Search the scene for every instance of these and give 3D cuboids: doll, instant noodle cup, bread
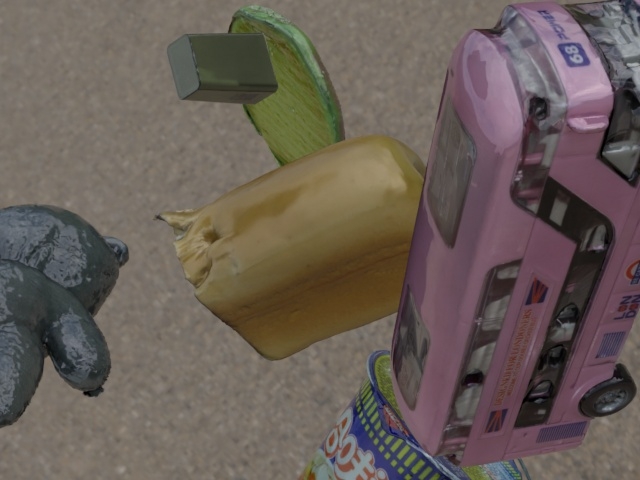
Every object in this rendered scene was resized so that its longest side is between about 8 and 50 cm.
[{"bbox_3d":[-0.324,0.088,1.158,0.245,0.158,0.340,13,35,-5],"label":"doll"},{"bbox_3d":[0.077,0.350,1.543,0.312,0.284,0.284,-51,37,17],"label":"instant noodle cup"},{"bbox_3d":[-0.046,-0.208,1.724,0.045,0.301,0.301,-27,36,-21],"label":"bread"},{"bbox_3d":[0.000,-0.001,0.735,0.173,0.134,0.085,-22,51,15],"label":"bread"}]

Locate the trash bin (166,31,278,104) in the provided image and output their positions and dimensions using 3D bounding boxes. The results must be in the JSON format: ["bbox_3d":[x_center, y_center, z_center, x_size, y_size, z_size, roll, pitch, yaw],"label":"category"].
[{"bbox_3d":[-0.092,-0.160,1.081,0.043,0.092,0.061,-24,77,45],"label":"trash bin"}]

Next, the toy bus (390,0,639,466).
[{"bbox_3d":[0.080,0.007,0.426,0.090,0.203,0.063,-6,46,-14],"label":"toy bus"}]
